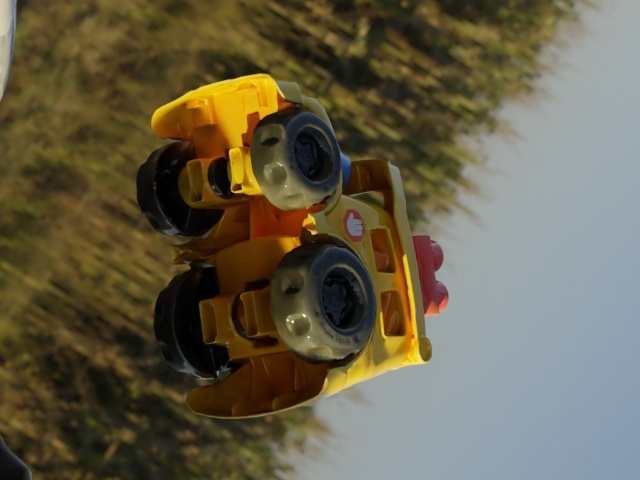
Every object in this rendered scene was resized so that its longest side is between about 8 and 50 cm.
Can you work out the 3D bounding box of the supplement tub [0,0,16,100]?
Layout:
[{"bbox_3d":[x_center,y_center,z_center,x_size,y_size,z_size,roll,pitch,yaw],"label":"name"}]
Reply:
[{"bbox_3d":[-0.318,-0.151,0.754,0.207,0.338,0.207,178,-90,-73],"label":"supplement tub"}]

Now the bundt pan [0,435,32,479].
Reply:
[{"bbox_3d":[-0.341,0.174,1.145,0.124,0.331,0.331,-46,-178,6],"label":"bundt pan"}]

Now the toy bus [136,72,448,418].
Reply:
[{"bbox_3d":[0.000,0.000,1.136,0.149,0.220,0.211,-13,176,44],"label":"toy bus"}]
